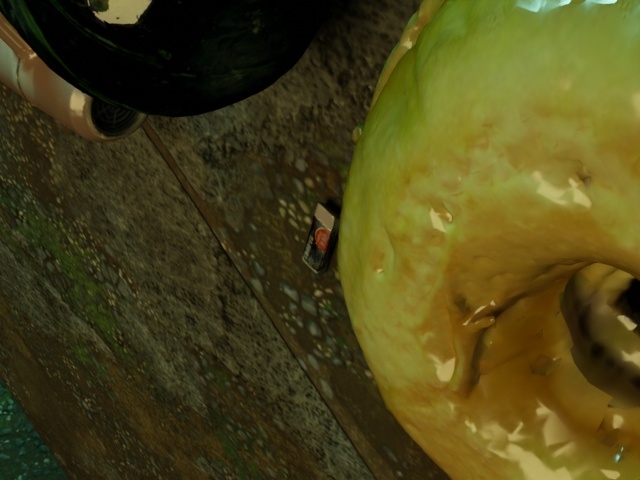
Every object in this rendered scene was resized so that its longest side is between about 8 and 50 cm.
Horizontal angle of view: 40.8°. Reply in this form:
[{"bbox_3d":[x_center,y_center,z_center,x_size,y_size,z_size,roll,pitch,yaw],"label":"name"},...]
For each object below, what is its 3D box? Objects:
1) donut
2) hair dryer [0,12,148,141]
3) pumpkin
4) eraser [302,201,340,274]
[{"bbox_3d":[0.190,0.032,0.441,0.449,0.198,0.449,34,142,31],"label":"donut"},{"bbox_3d":[-0.309,-0.230,0.818,0.189,0.107,0.344,33,171,30],"label":"hair dryer"},{"bbox_3d":[-0.136,-0.237,0.587,0.315,0.238,0.315,37,143,34],"label":"pumpkin"},{"bbox_3d":[0.000,0.000,0.821,0.027,0.019,0.099,43,144,19],"label":"eraser"}]
